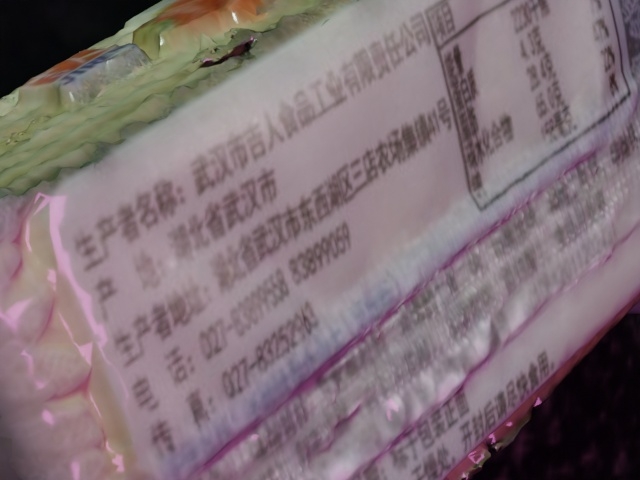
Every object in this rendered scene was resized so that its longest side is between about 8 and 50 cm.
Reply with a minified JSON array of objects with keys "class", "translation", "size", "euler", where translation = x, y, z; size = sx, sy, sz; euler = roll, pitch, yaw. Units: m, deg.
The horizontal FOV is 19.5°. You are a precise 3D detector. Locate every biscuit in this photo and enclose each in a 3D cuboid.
[{"class":"biscuit","translation":[0.001,0.004,0.450],"size":[0.309,0.079,0.186],"euler":[-40,123,-41]}]
